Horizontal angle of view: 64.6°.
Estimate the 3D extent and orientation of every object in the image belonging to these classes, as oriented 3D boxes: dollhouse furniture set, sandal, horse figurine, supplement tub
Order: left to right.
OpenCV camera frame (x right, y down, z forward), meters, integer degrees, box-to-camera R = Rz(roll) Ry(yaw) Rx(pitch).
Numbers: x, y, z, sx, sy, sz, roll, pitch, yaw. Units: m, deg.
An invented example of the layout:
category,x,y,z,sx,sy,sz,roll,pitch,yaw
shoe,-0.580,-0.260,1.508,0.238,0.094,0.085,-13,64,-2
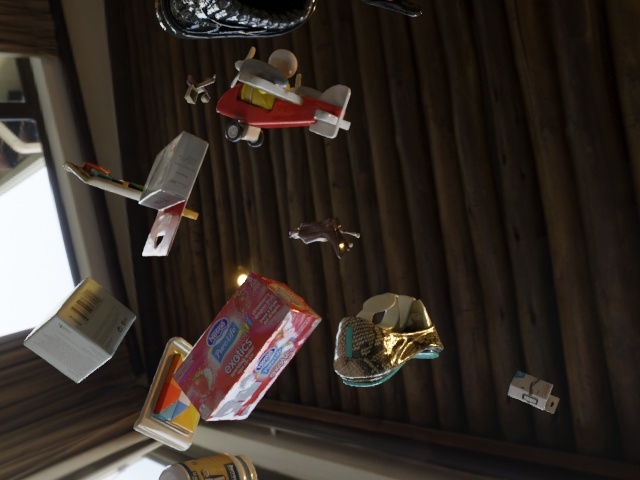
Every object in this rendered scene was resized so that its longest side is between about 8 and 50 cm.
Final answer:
category,x,y,z,sx,sy,sz,roll,pitch,yaw
dollhouse furniture set,-0.335,-0.430,1.473,0.081,0.114,0.091,-16,-47,16
supplement tub,-0.264,0.583,1.184,0.144,0.200,0.144,-9,-102,46
horse figurine,0.013,-0.018,1.574,0.263,0.175,0.066,-169,-88,-74
sandal,0.167,-0.587,1.219,0.179,0.067,0.040,29,-39,22

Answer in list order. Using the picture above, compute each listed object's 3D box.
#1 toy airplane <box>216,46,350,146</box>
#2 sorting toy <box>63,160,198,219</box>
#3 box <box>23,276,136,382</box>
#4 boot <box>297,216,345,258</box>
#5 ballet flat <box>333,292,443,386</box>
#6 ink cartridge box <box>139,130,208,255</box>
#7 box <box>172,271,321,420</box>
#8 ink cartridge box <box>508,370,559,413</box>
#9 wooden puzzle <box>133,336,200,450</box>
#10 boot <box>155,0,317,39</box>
category,x,y,z,sx,sy,sz,roll,pitch,yaw
toy airplane,-0.091,-0.428,1.488,0.386,0.385,0.272,-175,-96,-70
sorting toy,-0.477,-0.133,1.305,0.229,0.307,0.041,23,-88,46
box,-0.357,0.133,0.760,0.087,0.101,0.102,-35,-69,20
boot,0.000,0.000,1.268,0.114,0.037,0.106,-11,-96,26
ballet flat,0.178,0.214,1.192,0.164,0.483,0.181,-5,-97,29
ink cartridge box,-0.339,-0.088,1.079,0.275,0.060,0.238,-4,-114,61
box,-0.137,0.201,0.955,0.123,0.128,0.256,39,-85,30
ink cartridge box,0.403,0.283,0.950,0.083,0.048,0.028,19,-55,30
wooden puzzle,-0.359,0.401,1.314,0.044,0.238,0.221,2,-34,25
boot,-0.084,-0.423,0.867,0.260,0.348,0.131,13,-55,51
